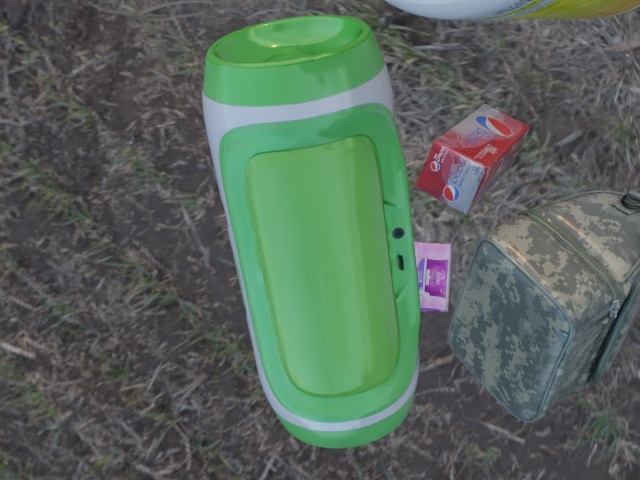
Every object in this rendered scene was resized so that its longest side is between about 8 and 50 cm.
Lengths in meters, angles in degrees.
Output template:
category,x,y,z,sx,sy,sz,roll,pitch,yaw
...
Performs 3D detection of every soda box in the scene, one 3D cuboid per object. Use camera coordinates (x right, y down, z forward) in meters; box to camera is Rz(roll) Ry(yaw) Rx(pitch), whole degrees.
category,x,y,z,sx,sy,sz,roll,pitch,yaw
soda box,0.240,-0.133,1.353,0.092,0.263,0.084,30,120,14

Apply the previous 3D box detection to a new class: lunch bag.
category,x,y,z,sx,sy,sz,roll,pitch,yaw
lunch bag,0.362,0.084,1.298,0.212,0.256,0.305,44,148,32

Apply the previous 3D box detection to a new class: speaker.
category,x,y,z,sx,sy,sz,roll,pitch,yaw
speaker,0.000,0.000,0.623,0.131,0.131,0.297,2,120,19

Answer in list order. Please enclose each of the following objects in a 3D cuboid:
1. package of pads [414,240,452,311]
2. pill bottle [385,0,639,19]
category,x,y,z,sx,sy,sz,roll,pitch,yaw
package of pads,0.127,0.042,1.021,0.050,0.032,0.083,4,78,7
pill bottle,0.105,-0.159,0.391,0.117,0.215,0.117,11,108,36
